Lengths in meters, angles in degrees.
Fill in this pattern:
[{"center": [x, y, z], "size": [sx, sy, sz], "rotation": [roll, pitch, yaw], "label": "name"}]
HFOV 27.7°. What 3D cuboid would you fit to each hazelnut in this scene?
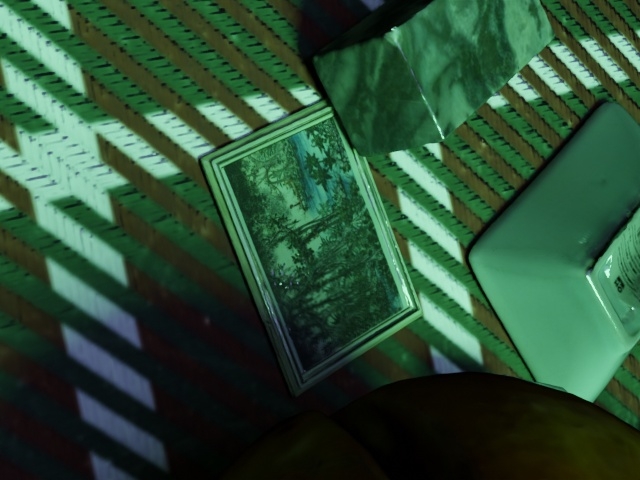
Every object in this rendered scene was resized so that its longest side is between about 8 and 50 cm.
[{"center": [0.105, 0.289, 0.750], "size": [0.402, 0.402, 0.429], "rotation": [-6, 91, -39], "label": "hazelnut"}]

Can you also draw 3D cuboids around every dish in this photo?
[{"center": [0.251, 0.011, 1.094], "size": [0.243, 0.080, 0.182], "rotation": [-45, 113, -32], "label": "dish"}]

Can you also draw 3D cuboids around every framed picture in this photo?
[{"center": [0.000, 0.000, 0.933], "size": [0.142, 0.011, 0.183], "rotation": [-29, 104, -38], "label": "framed picture"}]

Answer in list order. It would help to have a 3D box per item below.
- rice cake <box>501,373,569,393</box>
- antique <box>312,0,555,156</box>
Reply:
[{"center": [0.128, 0.211, 0.961], "size": [0.080, 0.042, 0.221], "rotation": [17, 92, -46], "label": "rice cake"}, {"center": [0.091, -0.147, 0.967], "size": [0.183, 0.086, 0.088], "rotation": [-41, 112, -39], "label": "antique"}]
